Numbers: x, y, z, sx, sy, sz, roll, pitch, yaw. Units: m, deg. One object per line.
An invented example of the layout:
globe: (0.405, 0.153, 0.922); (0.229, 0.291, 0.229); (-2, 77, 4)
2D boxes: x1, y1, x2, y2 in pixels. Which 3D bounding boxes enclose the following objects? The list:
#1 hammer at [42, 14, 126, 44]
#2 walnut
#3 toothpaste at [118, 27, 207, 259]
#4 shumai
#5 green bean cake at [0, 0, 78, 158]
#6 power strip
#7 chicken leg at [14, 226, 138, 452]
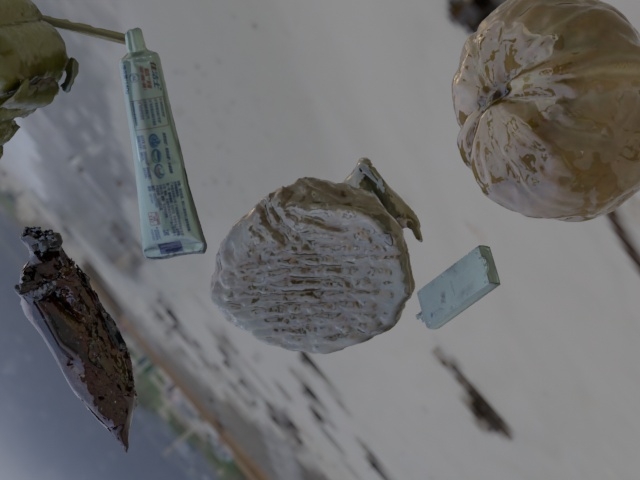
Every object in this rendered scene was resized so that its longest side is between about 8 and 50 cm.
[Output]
hammer: (-0.308, -0.255, 1.873); (0.195, 0.028, 0.060); (12, -178, -5)
walnut: (0.306, -0.169, 2.024); (0.285, 0.285, 0.296); (68, -173, -69)
toothpaste: (-0.190, -0.111, 1.857); (0.047, 0.069, 0.268); (-167, 66, -72)
shumai: (0.000, 0.000, 2.350); (0.267, 0.314, 0.262); (61, -157, -22)
green bean cake: (-0.469, -0.194, 1.775); (0.310, 0.285, 0.202); (44, -162, 9)
power strip: (0.145, 0.054, 1.759); (0.136, 0.019, 0.051); (-42, 55, 44)
chicken leg: (-0.237, 0.092, 1.583); (0.234, 0.063, 0.105); (62, -158, -9)
